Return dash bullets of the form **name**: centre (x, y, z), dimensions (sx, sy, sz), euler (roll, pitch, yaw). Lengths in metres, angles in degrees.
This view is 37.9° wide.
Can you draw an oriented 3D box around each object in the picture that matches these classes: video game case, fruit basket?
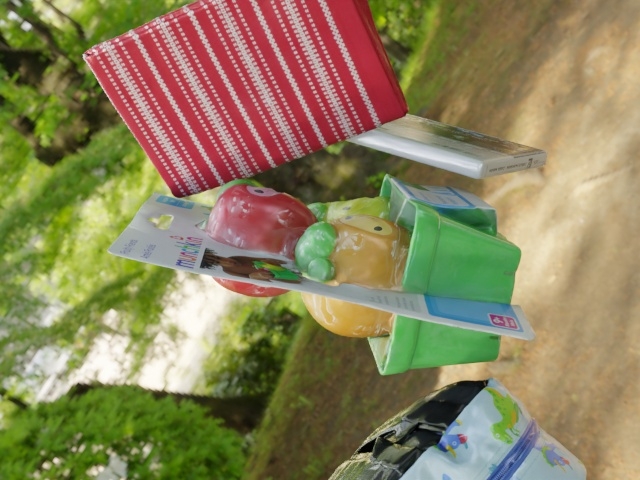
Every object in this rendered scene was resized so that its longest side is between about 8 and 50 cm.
- **video game case**: centre (0.128, -0.106, 1.020), dimensions (0.173, 0.191, 0.022), euler (-14, -61, -54)
- **fruit basket**: centre (0.000, 0.000, 0.889), dimensions (0.327, 0.353, 0.165), euler (-102, 29, -79)

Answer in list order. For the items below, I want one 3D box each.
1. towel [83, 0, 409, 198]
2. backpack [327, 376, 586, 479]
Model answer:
- **towel**: centre (-0.068, -0.160, 0.929), dimensions (0.275, 0.198, 0.031), euler (-19, 35, 14)
- **backpack**: centre (0.104, 0.259, 0.818), dimensions (0.290, 0.273, 0.355), euler (-34, -29, -25)
